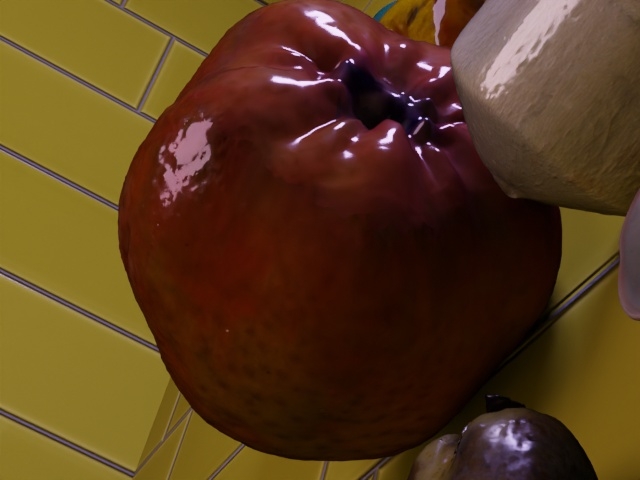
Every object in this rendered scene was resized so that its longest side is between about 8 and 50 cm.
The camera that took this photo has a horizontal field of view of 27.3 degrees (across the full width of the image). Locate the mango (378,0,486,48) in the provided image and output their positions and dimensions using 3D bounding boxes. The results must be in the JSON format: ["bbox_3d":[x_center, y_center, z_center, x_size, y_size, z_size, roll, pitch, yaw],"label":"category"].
[{"bbox_3d":[0.178,-0.216,1.582,0.365,0.182,0.253,-46,48,51],"label":"mango"}]

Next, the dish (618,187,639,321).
[{"bbox_3d":[0.309,-0.021,0.924,0.229,0.081,0.229,-53,14,20],"label":"dish"}]

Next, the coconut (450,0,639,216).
[{"bbox_3d":[0.234,-0.140,1.117,0.247,0.245,0.245,-46,18,25],"label":"coconut"}]

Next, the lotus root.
[{"bbox_3d":[0.127,0.245,0.905,0.152,0.160,0.275,-18,40,37],"label":"lotus root"}]

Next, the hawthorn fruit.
[{"bbox_3d":[0.000,0.000,1.336,0.472,0.471,0.472,-57,13,21],"label":"hawthorn fruit"}]

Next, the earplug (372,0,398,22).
[{"bbox_3d":[0.178,-0.312,2.028,0.257,0.164,0.280,-25,30,2],"label":"earplug"}]
